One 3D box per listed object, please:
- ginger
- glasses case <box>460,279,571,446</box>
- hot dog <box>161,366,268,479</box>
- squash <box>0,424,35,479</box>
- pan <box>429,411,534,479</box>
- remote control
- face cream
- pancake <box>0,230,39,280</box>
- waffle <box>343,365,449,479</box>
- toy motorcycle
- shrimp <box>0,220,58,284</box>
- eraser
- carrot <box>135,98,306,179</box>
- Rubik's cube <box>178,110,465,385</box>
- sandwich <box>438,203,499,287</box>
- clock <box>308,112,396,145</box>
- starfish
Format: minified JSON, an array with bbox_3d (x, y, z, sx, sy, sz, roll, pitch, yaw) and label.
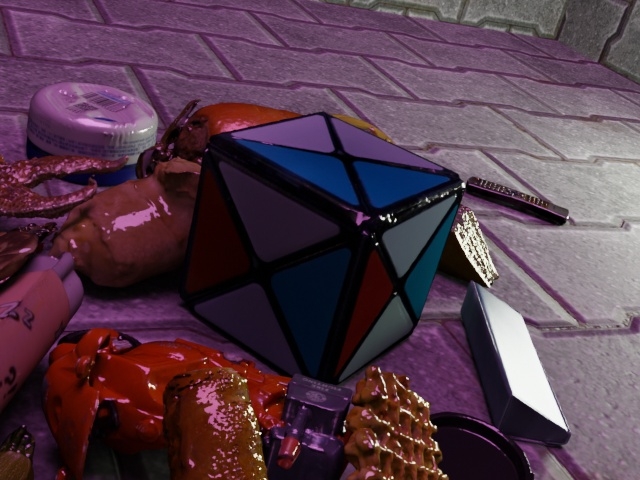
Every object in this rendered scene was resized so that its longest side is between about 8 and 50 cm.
[{"bbox_3d":[-0.224,-0.022,1.072,0.267,0.152,0.138,-34,49,-16],"label":"ginger"},{"bbox_3d":[0.244,0.163,1.087,0.105,0.056,0.266,35,22,-17],"label":"glasses case"},{"bbox_3d":[-0.069,0.232,0.600,0.083,0.068,0.289,-15,67,5],"label":"hot dog"},{"bbox_3d":[-0.289,0.236,0.629,0.066,0.066,0.252,21,27,11],"label":"squash"},{"bbox_3d":[0.207,0.260,0.888,0.235,0.028,0.136,23,28,22],"label":"pan"},{"bbox_3d":[0.394,-0.081,1.652,0.212,0.028,0.059,21,30,11],"label":"remote control"},{"bbox_3d":[-0.371,-0.181,1.346,0.205,0.111,0.206,13,28,-7],"label":"face cream"},{"bbox_3d":[-0.396,0.057,0.815,0.250,0.031,0.250,-24,22,10],"label":"pancake"},{"bbox_3d":[0.075,0.212,0.779,0.038,0.191,0.191,-16,15,25],"label":"waffle"},{"bbox_3d":[-0.122,0.163,0.776,0.325,0.148,0.221,16,17,5],"label":"toy motorcycle"},{"bbox_3d":[-0.387,0.022,1.013,0.101,0.042,0.190,14,29,16],"label":"shrimp"},{"bbox_3d":[-0.333,0.126,0.746,0.171,0.087,0.290,-26,19,19],"label":"eraser"},{"bbox_3d":[-0.121,-0.112,1.248,0.331,0.193,0.214,-1,34,-29],"label":"carrot"},{"bbox_3d":[0.000,0.001,1.039,0.246,0.250,0.248,29,31,25],"label":"Rubik's cube"},{"bbox_3d":[0.177,-0.014,1.339,0.258,0.096,0.094,24,33,23],"label":"sandwich"},{"bbox_3d":[0.069,-0.175,1.567,0.237,0.057,0.237,16,39,-14],"label":"clock"},{"bbox_3d":[-0.425,-0.071,1.065,0.299,0.060,0.302,-35,36,-30],"label":"starfish"}]
